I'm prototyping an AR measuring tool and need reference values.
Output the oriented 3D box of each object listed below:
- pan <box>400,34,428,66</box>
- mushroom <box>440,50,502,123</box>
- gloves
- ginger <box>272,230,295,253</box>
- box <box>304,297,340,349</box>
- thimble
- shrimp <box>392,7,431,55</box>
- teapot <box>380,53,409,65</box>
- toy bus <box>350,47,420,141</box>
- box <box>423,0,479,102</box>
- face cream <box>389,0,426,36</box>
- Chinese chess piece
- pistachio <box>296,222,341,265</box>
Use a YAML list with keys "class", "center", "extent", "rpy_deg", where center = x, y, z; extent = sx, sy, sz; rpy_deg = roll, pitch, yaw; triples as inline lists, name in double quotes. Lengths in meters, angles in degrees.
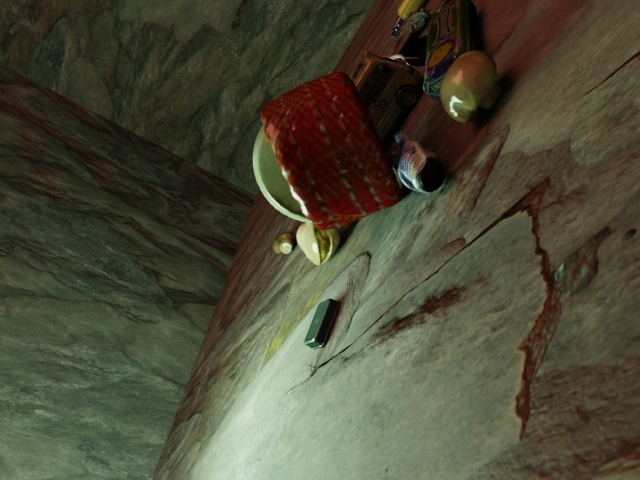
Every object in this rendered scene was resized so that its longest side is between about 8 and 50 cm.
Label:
- class: "pan"
  center: [0.302, -0.513, 1.630]
  extent: [0.129, 0.048, 0.202]
  rpy_deg: [-21, 36, 10]
- class: "mushroom"
  center: [0.298, -0.306, 1.160]
  extent: [0.148, 0.112, 0.148]
  rpy_deg: [-60, 11, 19]
- class: "gloves"
  center: [0.205, -0.170, 1.258]
  extent: [0.097, 0.119, 0.229]
  rpy_deg: [-21, 23, 11]
- class: "ginger"
  center: [-0.144, 0.012, 2.327]
  extent: [0.190, 0.069, 0.095]
  rpy_deg: [161, 110, -70]
- class: "box"
  center: [0.003, 0.206, 1.454]
  extent: [0.091, 0.031, 0.126]
  rpy_deg: [-34, 30, 63]
- class: "thimble"
  center: [0.031, -0.210, 1.370]
  extent: [0.231, 0.350, 0.350]
  rpy_deg: [-24, 23, 9]
- class: "shrimp"
  center: [0.316, -0.738, 2.069]
  extent: [0.317, 0.062, 0.164]
  rpy_deg: [-144, 77, -81]
- class: "teapot"
  center: [0.226, -0.582, 2.039]
  extent: [0.159, 0.116, 0.245]
  rpy_deg: [-56, 16, -20]
- class: "toy bus"
  center: [0.133, -0.377, 1.738]
  extent: [0.365, 0.202, 0.177]
  rpy_deg: [-58, 13, 16]
- class: "box"
  center: [0.320, -0.478, 1.429]
  extent: [0.134, 0.097, 0.345]
  rpy_deg: [-37, 26, 38]
- class: "face cream"
  center: [0.348, -0.892, 2.203]
  extent: [0.273, 0.078, 0.078]
  rpy_deg: [-56, 15, 29]
- class: "Chinese chess piece"
  center: [-0.012, -0.223, 1.617]
  extent: [0.349, 0.349, 0.146]
  rpy_deg: [-61, 9, 8]
- class: "pistachio"
  center: [0.000, 0.000, 1.716]
  extent: [0.200, 0.117, 0.145]
  rpy_deg: [-147, 48, -67]
